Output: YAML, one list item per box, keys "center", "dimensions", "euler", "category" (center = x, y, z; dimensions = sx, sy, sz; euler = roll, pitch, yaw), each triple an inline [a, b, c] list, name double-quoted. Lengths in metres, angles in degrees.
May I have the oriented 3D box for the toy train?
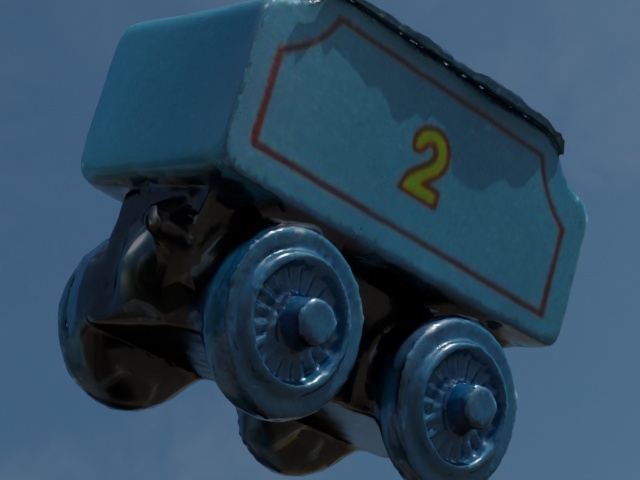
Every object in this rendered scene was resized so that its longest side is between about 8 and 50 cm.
- center: [0.000, 0.000, 1.125]
  dimensions: [0.300, 0.265, 0.188]
  euler: [29, -20, -38]
  category: "toy train"
